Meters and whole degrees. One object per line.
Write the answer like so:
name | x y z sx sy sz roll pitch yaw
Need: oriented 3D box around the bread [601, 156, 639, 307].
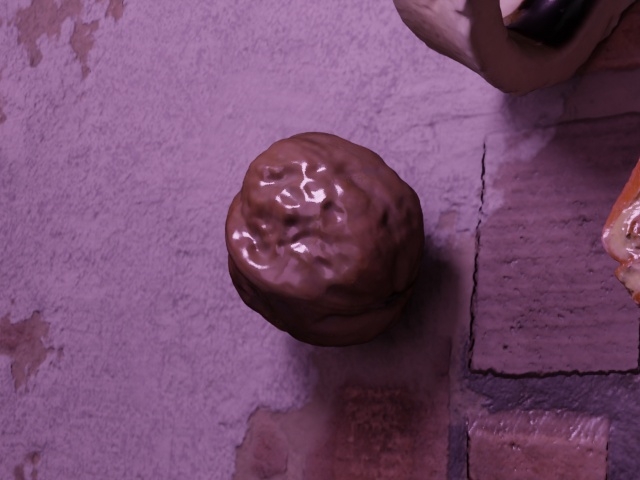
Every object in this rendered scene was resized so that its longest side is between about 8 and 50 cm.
bread | 0.404 -0.024 1.556 0.190 0.123 0.244 34 103 38

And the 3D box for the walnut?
walnut | 0.000 0.002 1.814 0.227 0.273 0.273 -42 47 -18

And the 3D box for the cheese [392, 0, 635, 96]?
cheese | 0.243 -0.345 1.669 0.332 0.292 0.153 -52 51 2
